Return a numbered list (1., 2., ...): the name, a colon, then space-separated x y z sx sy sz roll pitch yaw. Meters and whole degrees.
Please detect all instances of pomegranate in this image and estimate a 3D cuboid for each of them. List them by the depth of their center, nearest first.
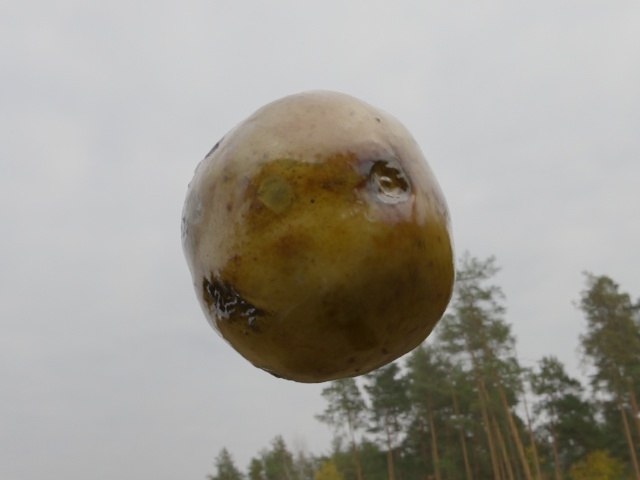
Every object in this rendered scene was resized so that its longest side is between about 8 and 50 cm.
1. pomegranate: 0.000 0.000 0.664 0.261 0.260 0.260 -4 -23 -2
